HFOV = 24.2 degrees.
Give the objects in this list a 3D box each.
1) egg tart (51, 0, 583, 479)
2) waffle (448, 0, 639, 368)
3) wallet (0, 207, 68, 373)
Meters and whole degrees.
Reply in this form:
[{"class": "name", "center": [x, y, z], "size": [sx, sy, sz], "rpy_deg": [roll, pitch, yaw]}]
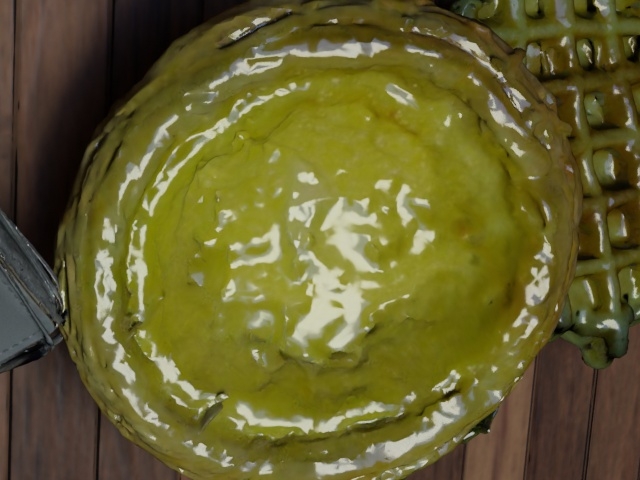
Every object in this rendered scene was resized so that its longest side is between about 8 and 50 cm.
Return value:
[{"class": "egg tart", "center": [0.000, 0.000, 0.964], "size": [0.345, 0.132, 0.345], "rpy_deg": [-3, 104, -12]}, {"class": "waffle", "center": [0.194, -0.071, 1.126], "size": [0.317, 0.073, 0.297], "rpy_deg": [36, 78, -25]}, {"class": "wallet", "center": [-0.274, 0.045, 0.840], "size": [0.231, 0.069, 0.170], "rpy_deg": [-22, 125, 7]}]
